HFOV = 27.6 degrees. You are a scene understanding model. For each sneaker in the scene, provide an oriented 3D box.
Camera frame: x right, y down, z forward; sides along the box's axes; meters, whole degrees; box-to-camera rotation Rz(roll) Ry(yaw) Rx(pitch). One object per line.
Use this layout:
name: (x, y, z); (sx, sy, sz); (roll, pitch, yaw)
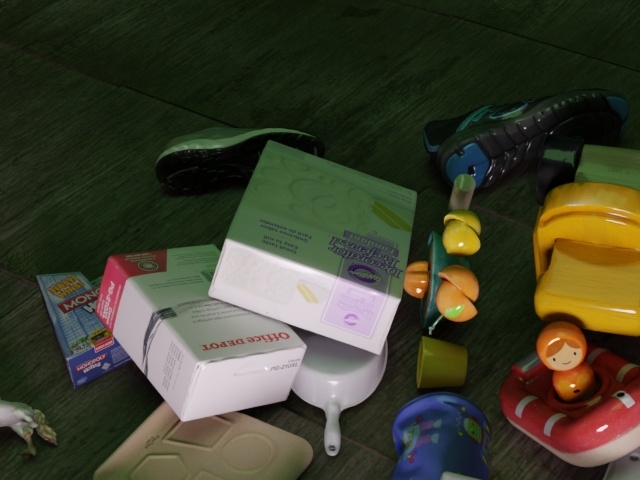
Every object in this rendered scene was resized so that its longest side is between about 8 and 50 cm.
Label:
sneaker: (-0.129, -0.147, 2.102); (0.272, 0.100, 0.108); (-4, 33, 1)
sneaker: (0.328, -0.188, 2.081); (0.341, 0.125, 0.139); (-14, 34, -15)

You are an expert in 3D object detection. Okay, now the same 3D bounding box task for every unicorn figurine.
unicorn figurine: (-0.415, 0.217, 1.653); (0.060, 0.162, 0.111); (-42, 39, 13)

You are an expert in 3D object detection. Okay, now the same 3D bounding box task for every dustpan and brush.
dustpan and brush: (0.016, 0.191, 1.690); (0.147, 0.060, 0.211); (2, 31, -1)

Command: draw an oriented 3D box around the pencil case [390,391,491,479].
pencil case: (0.119, 0.314, 1.460); (0.133, 0.119, 0.306); (-35, 23, 34)

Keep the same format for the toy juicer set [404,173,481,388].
toy juicer set: (0.159, 0.025, 1.754); (0.090, 0.209, 0.329); (6, 39, 0)

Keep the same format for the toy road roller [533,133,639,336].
toy road roller: (0.364, 0.034, 1.665); (0.203, 0.329, 0.240); (9, 60, 19)

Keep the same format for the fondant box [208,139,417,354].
fondant box: (0.000, 0.000, 1.791); (0.238, 0.096, 0.330); (19, 29, -2)

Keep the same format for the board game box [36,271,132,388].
board game box: (-0.309, 0.096, 1.835); (0.194, 0.060, 0.194); (-26, 43, -25)

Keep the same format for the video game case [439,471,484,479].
video game case: (0.214, 0.349, 1.322); (0.206, 0.026, 0.227); (13, 40, 0)

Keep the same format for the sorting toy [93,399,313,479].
sorting toy: (-0.142, 0.283, 1.600); (0.208, 0.038, 0.193); (22, 45, 24)

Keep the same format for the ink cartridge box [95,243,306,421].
ink cartridge box: (-0.158, 0.115, 1.693); (0.172, 0.100, 0.237); (-7, 38, -39)

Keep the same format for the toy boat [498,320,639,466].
toy boat: (0.304, 0.164, 1.559); (0.151, 0.151, 0.231); (-33, 25, -15)

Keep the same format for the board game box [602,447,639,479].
board game box: (0.468, 0.375, 1.378); (0.390, 0.050, 0.390); (12, 38, 22)
